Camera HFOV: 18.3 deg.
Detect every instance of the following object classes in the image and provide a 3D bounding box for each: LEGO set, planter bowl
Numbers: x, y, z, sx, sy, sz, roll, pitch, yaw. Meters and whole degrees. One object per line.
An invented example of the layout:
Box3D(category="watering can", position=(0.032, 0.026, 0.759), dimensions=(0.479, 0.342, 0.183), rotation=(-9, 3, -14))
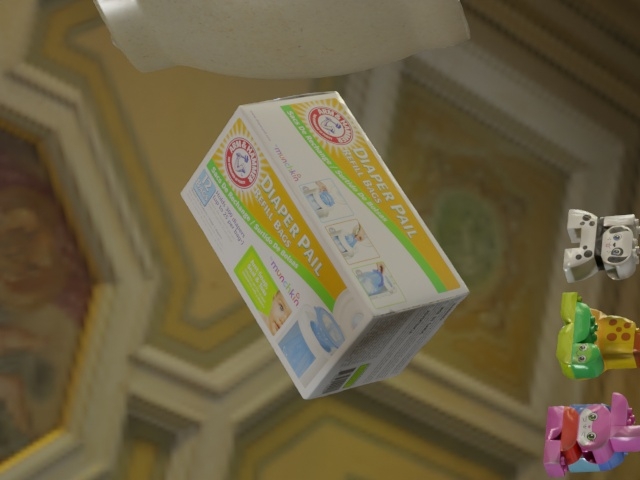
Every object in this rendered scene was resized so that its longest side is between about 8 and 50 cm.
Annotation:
Box3D(category="LEGO set", position=(0.226, 0.087, 1.455), dimensions=(0.087, 0.093, 0.227), rotation=(64, -151, -47))
Box3D(category="planter bowl", position=(-0.031, -0.119, 0.657), dimensions=(0.162, 0.109, 0.162), rotation=(-24, -90, -86))

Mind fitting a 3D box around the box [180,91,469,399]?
Box3D(category="box", position=(0.000, 0.000, 1.512), dimensions=(0.103, 0.114, 0.203), rotation=(-12, -120, -41))
